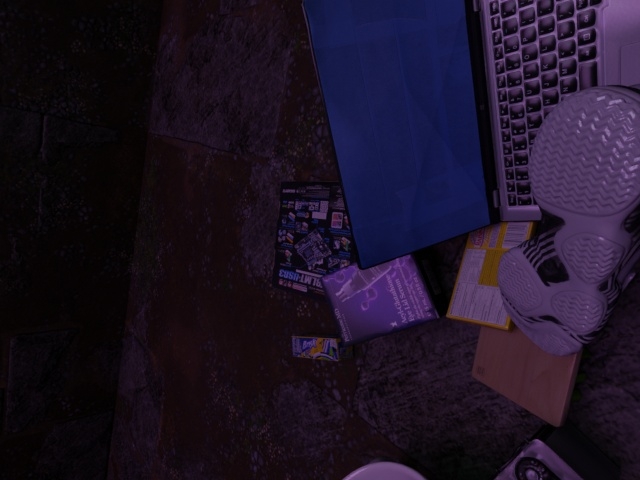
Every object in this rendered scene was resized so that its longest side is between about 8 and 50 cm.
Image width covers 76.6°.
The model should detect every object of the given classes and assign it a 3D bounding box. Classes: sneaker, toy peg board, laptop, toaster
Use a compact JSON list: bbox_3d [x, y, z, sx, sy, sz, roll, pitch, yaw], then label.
[{"bbox_3d":[0.341,-0.016,0.463,0.137,0.210,0.366,-125,16,-46],"label":"sneaker"},{"bbox_3d":[0.346,0.177,0.650,0.160,0.079,0.161,21,103,61],"label":"toy peg board"},{"bbox_3d":[0.241,-0.171,0.518,0.408,0.236,0.382,0,112,38],"label":"laptop"},{"bbox_3d":[0.325,0.359,0.593,0.110,0.185,0.168,45,112,35],"label":"toaster"}]

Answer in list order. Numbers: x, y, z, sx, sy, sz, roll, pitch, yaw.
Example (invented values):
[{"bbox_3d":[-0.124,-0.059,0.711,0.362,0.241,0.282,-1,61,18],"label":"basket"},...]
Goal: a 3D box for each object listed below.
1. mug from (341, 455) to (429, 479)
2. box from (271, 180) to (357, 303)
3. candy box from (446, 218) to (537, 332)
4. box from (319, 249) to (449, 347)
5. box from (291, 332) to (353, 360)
[{"bbox_3d":[0.164,0.535,0.659,0.276,0.328,0.374,-40,21,9],"label":"mug"},{"bbox_3d":[0.000,0.000,1.015,0.295,0.073,0.293,8,95,46],"label":"box"},{"bbox_3d":[0.289,0.044,0.680,0.105,0.027,0.206,4,68,49],"label":"candy box"},{"bbox_3d":[0.125,0.105,0.803,0.207,0.108,0.153,-26,78,26],"label":"box"},{"bbox_3d":[0.003,0.264,1.013,0.169,0.059,0.054,-10,82,46],"label":"box"}]
